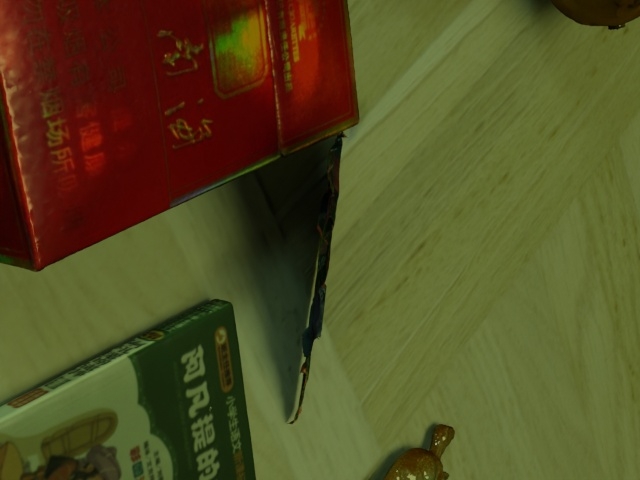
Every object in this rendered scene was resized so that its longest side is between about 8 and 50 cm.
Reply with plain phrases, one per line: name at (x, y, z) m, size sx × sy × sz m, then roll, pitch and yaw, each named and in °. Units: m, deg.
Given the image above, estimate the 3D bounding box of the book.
book at (-0.147, 0.179, 0.978) m, size 0.264 × 0.027 × 0.202 m, roll -26°, pitch 117°, yaw -45°

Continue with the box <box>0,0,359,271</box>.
box at (-0.107, -0.129, 0.906) m, size 0.313 × 0.089 × 0.197 m, roll -29°, pitch 119°, yaw -44°

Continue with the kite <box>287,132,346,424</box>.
kite at (0.000, 0.000, 1.060) m, size 0.321 × 0.016 × 0.234 m, roll 100°, pitch -3°, yaw -48°

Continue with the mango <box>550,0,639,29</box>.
mango at (0.273, -0.315, 1.292) m, size 0.166 × 0.136 × 0.236 m, roll 0°, pitch 94°, yaw -65°

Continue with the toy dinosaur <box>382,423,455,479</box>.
toy dinosaur at (0.070, 0.212, 1.250) m, size 0.162 × 0.039 × 0.126 m, roll 29°, pitch 66°, yaw -45°
